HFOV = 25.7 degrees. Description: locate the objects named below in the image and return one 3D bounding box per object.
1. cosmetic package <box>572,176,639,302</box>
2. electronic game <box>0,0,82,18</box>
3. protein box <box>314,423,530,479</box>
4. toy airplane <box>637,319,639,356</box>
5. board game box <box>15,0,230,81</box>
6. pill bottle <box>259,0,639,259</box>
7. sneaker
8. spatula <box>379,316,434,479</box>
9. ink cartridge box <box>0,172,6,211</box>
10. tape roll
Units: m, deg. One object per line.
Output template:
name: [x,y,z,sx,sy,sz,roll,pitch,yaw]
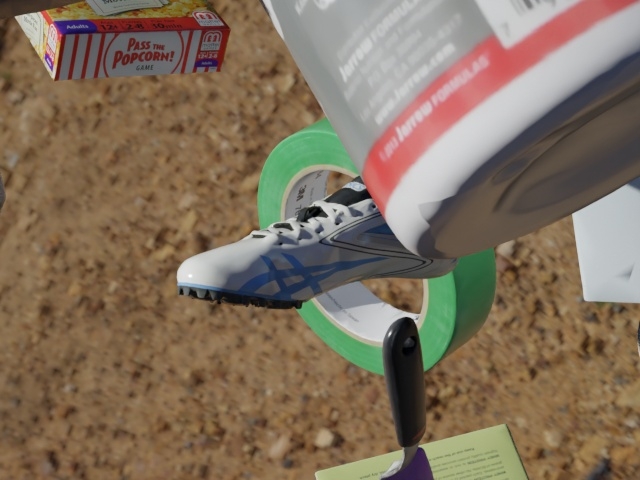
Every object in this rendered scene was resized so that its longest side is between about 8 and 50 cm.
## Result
cosmetic package: [0.344,-0.150,1.434,0.097,0.284,0.377,3,30,27]
electronic game: [-0.150,-0.143,0.619,0.229,0.229,0.048,14,122,37]
protein box: [0.116,0.316,1.348,0.199,0.136,0.201,-13,52,-8]
toy airplane: [0.371,-0.091,0.940,0.386,0.272,0.384,-10,69,2]
board game box: [-0.182,-0.204,1.163,0.193,0.146,0.045,52,138,40]
pill bottle: [0.032,-0.151,0.496,0.161,0.161,0.283,-34,75,18]
sneaker: [0.000,0.000,1.016,0.085,0.237,0.086,7,106,57]
spatula: [0.059,0.146,0.996,0.030,0.296,0.084,34,60,25]
ink cartridge box: [-0.311,-0.105,0.708,0.129,0.223,0.307,-56,49,49]
tape roll: [0.061,0.005,1.668,0.321,0.321,0.077,25,43,38]
